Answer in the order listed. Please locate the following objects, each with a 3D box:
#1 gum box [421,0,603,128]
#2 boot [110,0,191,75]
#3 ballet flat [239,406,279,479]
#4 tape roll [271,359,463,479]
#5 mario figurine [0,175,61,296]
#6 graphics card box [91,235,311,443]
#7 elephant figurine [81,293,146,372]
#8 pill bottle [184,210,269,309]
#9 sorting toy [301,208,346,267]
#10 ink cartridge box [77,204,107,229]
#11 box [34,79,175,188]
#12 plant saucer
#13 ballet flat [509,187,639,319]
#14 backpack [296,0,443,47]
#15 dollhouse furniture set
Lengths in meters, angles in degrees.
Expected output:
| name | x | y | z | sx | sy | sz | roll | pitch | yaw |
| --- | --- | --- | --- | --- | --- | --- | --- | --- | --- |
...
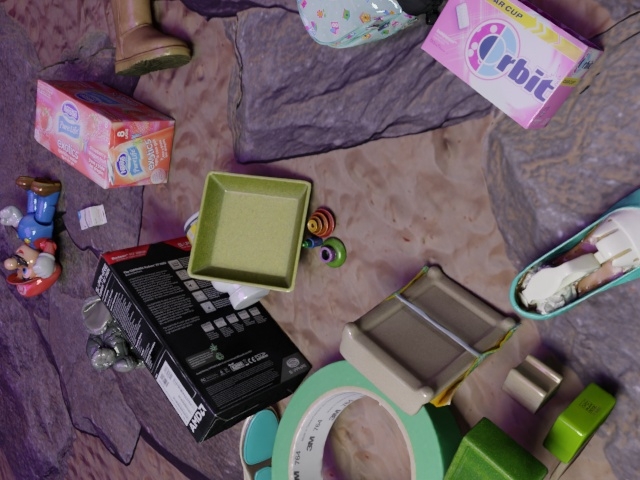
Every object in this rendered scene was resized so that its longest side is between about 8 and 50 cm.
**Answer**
| name | x | y | z | sx | sy | sz | roll | pitch | yaw |
| --- | --- | --- | --- | --- | --- | --- | --- | --- | --- |
| gum box | 0.221 | -0.234 | 0.708 | 0.188 | 0.062 | 0.107 | 46 | 126 | 23 |
| boot | -0.349 | -0.470 | 1.137 | 0.236 | 0.089 | 0.269 | 4 | 101 | 40 |
| ballet flat | -0.124 | 0.424 | 1.153 | 0.086 | 0.086 | 0.248 | 11 | 107 | 39 |
| tape roll | 0.063 | 0.345 | 0.885 | 0.321 | 0.077 | 0.321 | -17 | 63 | 38 |
| mario figurine | -0.778 | -0.005 | 1.553 | 0.198 | 0.170 | 0.320 | -147 | 62 | -71 |
| graphics card box | -0.217 | 0.155 | 1.064 | 0.371 | 0.233 | 0.094 | 46 | 125 | 23 |
| elephant figurine | -0.458 | 0.171 | 1.354 | 0.169 | 0.186 | 0.239 | -171 | 83 | -84 |
| pill bottle | -0.167 | 0.029 | 1.078 | 0.103 | 0.103 | 0.184 | -43 | 72 | 38 |
| sorting toy | 0.000 | 0.000 | 0.967 | 0.061 | 0.042 | 0.102 | -17 | 88 | 42 |
| ink cartridge box | -0.567 | -0.058 | 1.457 | 0.083 | 0.028 | 0.048 | -13 | 91 | 41 |
| box | -0.464 | -0.233 | 1.245 | 0.300 | 0.154 | 0.142 | 30 | 118 | 34 |
| plant saucer | -0.116 | -0.015 | 0.998 | 0.188 | 0.045 | 0.188 | 8 | 81 | 12 |
| ballet flat | 0.316 | 0.022 | 0.667 | 0.247 | 0.087 | 0.083 | -45 | 70 | 37 |
| backpack | 0.059 | -0.339 | 0.792 | 0.182 | 0.115 | 0.152 | -16 | 91 | 45 |
| dollhouse furniture set | 0.184 | 0.201 | 0.772 | 0.301 | 0.197 | 0.151 | 38 | 142 | 33 |
